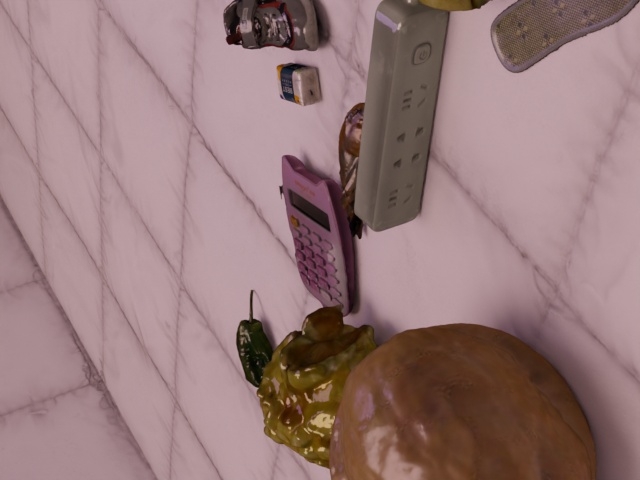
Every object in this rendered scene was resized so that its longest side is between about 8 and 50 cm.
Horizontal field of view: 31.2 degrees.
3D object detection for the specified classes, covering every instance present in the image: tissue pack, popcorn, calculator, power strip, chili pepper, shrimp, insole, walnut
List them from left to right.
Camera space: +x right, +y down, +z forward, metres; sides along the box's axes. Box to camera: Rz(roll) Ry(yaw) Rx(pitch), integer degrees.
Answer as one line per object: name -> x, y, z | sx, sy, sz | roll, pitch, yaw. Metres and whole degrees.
chili pepper -> -0.140, 0.215, 2.381 | 0.073, 0.072, 0.204 | -143, 37, -68
tissue pack -> -0.038, -0.260, 1.903 | 0.083, 0.042, 0.062 | 27, 128, 55
calculator -> 0.001, -0.001, 2.010 | 0.194, 0.043, 0.294 | 34, 139, 50
popcorn -> 0.019, 0.252, 1.931 | 0.258, 0.224, 0.270 | -42, 55, 58
shrimp -> 0.066, -0.090, 1.790 | 0.117, 0.066, 0.262 | 43, 144, 44
power strip -> 0.112, -0.182, 1.610 | 0.062, 0.091, 0.385 | 47, 144, 39
walnut -> 0.183, 0.292, 1.528 | 0.381, 0.381, 0.381 | 42, 142, 45
insole -> 0.284, -0.276, 1.308 | 0.322, 0.007, 0.109 | -31, 78, 63

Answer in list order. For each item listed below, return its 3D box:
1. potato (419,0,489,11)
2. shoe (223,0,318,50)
potato -> 0.145, -0.360, 1.400 | 0.120, 0.081, 0.149 | 11, 119, 35
shoe -> -0.093, -0.357, 1.857 | 0.227, 0.125, 0.099 | 31, 131, 55
